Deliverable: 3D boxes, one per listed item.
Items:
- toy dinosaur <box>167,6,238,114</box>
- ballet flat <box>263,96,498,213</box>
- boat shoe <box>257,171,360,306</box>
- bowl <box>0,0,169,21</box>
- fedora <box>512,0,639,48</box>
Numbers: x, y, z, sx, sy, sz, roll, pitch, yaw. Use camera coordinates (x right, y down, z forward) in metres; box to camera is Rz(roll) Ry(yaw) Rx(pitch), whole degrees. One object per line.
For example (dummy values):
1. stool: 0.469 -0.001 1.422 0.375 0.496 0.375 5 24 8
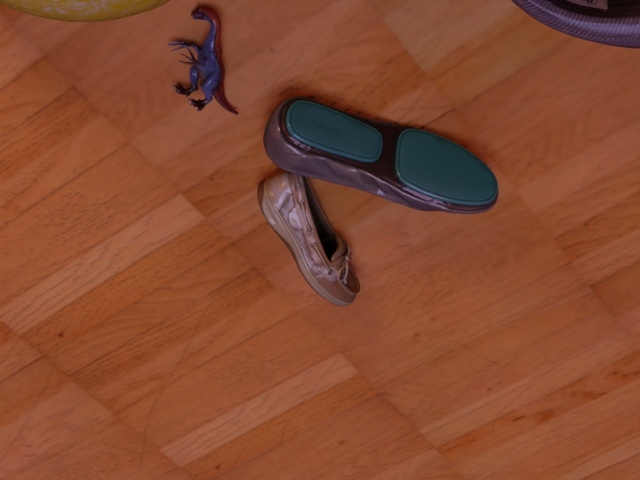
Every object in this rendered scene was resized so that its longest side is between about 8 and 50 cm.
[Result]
1. toy dinosaur: -0.095 -0.154 0.962 0.090 0.047 0.082 4 127 -46
2. ballet flat: 0.051 -0.068 1.009 0.213 0.072 0.068 18 153 -13
3. boat shoe: 0.000 -0.002 1.059 0.048 0.056 0.153 -23 117 22
4. bowl: -0.180 -0.261 0.793 0.289 0.156 0.289 0 129 0
5. fedora: 0.237 -0.266 0.805 0.275 0.124 0.244 -20 123 27
